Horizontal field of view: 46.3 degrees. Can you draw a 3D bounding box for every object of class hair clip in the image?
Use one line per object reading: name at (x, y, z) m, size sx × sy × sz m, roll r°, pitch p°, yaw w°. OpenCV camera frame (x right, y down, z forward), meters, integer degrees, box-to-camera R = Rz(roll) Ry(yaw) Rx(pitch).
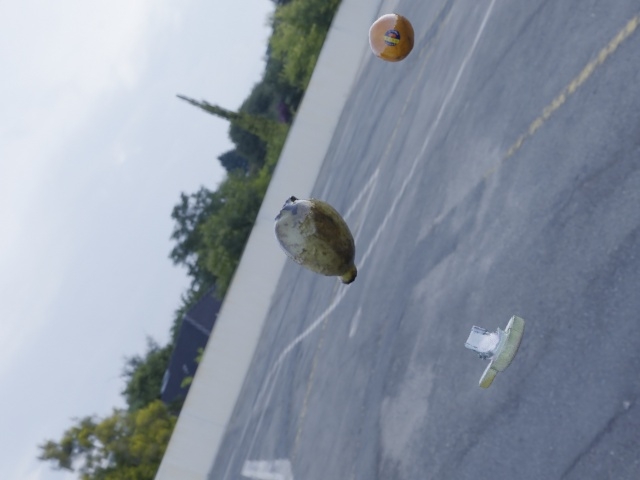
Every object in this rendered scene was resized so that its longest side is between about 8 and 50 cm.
hair clip at (0.359, 0.227, 1.551) m, size 0.218 × 0.071 × 0.159 m, roll 120°, pitch 173°, yaw -81°

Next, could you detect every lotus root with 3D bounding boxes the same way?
lotus root at (0.000, 0.000, 1.507) m, size 0.138 × 0.214 × 0.138 m, roll -46°, pitch 11°, yaw 12°

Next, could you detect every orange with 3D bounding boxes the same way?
orange at (0.123, -0.347, 1.285) m, size 0.083 × 0.084 × 0.083 m, roll -160°, pitch 90°, yaw -86°
